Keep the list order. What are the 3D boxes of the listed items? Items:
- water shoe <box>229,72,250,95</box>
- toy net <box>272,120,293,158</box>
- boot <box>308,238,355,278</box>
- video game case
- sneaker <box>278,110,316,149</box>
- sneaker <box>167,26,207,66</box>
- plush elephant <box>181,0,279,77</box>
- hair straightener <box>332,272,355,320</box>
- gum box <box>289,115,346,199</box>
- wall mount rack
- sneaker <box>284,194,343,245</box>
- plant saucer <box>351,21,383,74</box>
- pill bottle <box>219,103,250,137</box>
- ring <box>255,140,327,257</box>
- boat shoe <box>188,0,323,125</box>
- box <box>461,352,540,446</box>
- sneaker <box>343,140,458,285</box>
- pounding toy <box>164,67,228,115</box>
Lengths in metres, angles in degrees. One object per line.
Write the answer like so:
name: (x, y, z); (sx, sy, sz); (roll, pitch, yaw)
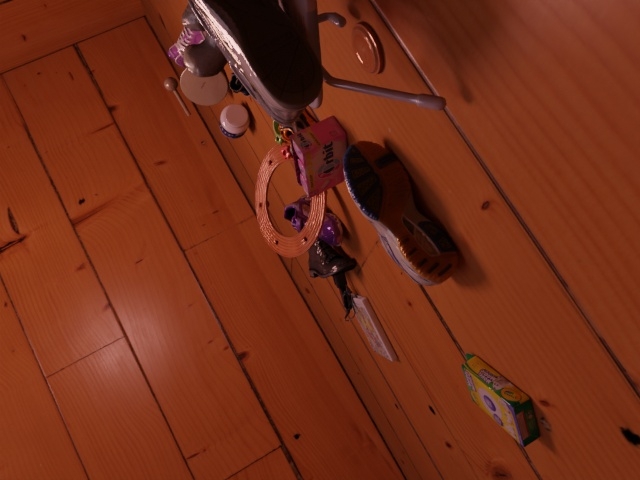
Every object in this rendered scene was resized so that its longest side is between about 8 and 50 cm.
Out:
water shoe: (-0.249, -0.494, 1.648); (0.072, 0.080, 0.203); (63, 169, -1)
toy net: (-0.073, -0.237, 1.442); (0.122, 0.045, 0.232); (-52, 57, 44)
boot: (0.000, 0.000, 1.683); (0.263, 0.091, 0.228); (-11, 93, 60)
video game case: (0.168, 0.288, 1.788); (0.226, 0.026, 0.206); (62, 169, -4)
sneaker: (-0.071, -0.293, 1.329); (0.215, 0.083, 0.084); (54, 168, 41)
sneaker: (-0.494, -0.736, 1.971); (0.102, 0.161, 0.282); (61, 168, 13)
plush elephant: (-0.176, -0.483, 0.865); (0.255, 0.271, 0.330); (40, 144, -4)
hair straightener: (0.076, 0.175, 1.786); (0.089, 0.047, 0.230); (-134, 31, -68)
gum box: (-0.001, -0.182, 1.208); (0.062, 0.107, 0.188); (57, 168, 26)
wall mount rack: (0.035, -0.315, 0.680); (0.350, 0.131, 0.304); (81, 162, -49)
sneaker: (-0.028, -0.050, 1.574); (0.236, 0.105, 0.095); (40, 134, 40)
plant saucer: (0.072, -0.302, 0.839); (0.083, 0.013, 0.083); (58, 169, 18)
pill bottle: (-0.324, -0.453, 2.004); (0.111, 0.112, 0.187); (63, 169, -6)
ring: (-0.086, -0.119, 1.532); (0.337, 0.032, 0.336); (7, 99, 50)
boat shoe: (-0.110, -0.306, 0.713); (0.320, 0.118, 0.103); (57, 160, -2)
box: (0.335, 0.298, 1.021); (0.105, 0.043, 0.179); (67, 169, -24)
sneaker: (0.126, -0.040, 0.971); (0.296, 0.112, 0.131); (60, 169, 12)
pounding toy: (-0.473, -0.625, 2.084); (0.183, 0.237, 0.110); (53, -155, -40)
